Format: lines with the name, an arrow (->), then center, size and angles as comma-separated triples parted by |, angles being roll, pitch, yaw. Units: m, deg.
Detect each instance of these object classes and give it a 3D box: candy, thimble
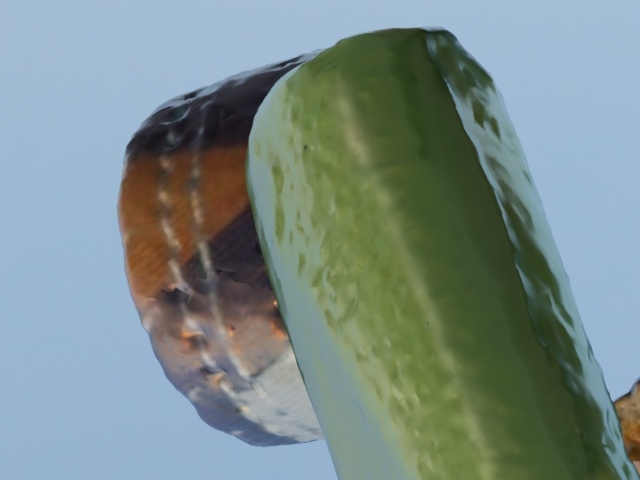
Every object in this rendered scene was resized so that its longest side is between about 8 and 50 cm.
candy -> 0.068, 0.069, 0.700 | 0.132, 0.142, 0.343 | -2, -117, -35
thimble -> 0.000, 0.000, 0.946 | 0.150, 0.237, 0.237 | -15, -139, 29

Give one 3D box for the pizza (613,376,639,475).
pizza -> 0.416, 0.115, 1.294 | 0.409, 0.277, 0.114 | -8, -143, -1
